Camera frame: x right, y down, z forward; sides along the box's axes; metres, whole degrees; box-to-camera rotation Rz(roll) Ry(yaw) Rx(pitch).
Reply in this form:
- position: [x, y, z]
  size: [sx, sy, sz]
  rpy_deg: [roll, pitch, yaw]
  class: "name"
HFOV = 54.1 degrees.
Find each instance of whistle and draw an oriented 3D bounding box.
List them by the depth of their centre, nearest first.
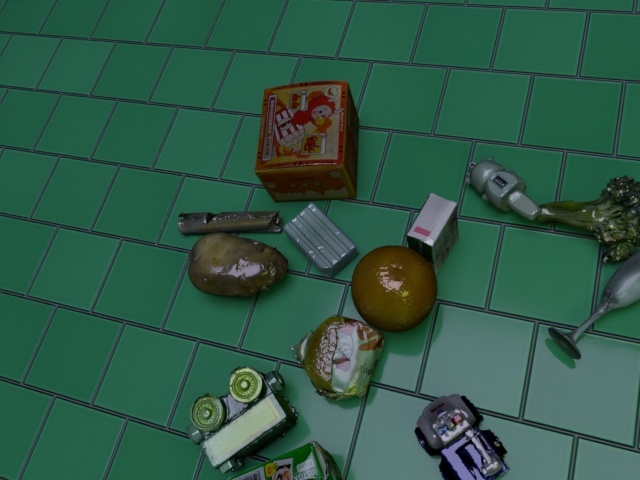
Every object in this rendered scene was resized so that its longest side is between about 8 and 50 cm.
- position: [0.487, -0.140, 1.676]
  size: [0.253, 0.105, 0.102]
  rpy_deg: [47, 122, 38]
  class: "whistle"
- position: [-0.270, -0.054, 1.864]
  size: [0.326, 0.057, 0.068]
  rpy_deg: [0, 110, 15]
  class: "whistle"

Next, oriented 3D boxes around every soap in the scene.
- position: [0.000, 0.000, 1.761]
  size: [0.119, 0.066, 0.198]
  rpy_deg: [-41, 63, -5]
  class: "soap"

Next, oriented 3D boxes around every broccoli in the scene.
- position: [0.703, -0.039, 1.582]
  size: [0.274, 0.177, 0.199]
  rpy_deg: [-21, 96, 36]
  class: "broccoli"

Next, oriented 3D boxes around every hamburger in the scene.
- position: [0.032, 0.287, 1.584]
  size: [0.235, 0.125, 0.214]
  rpy_deg: [23, 72, 12]
  class: "hamburger"

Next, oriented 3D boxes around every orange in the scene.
- position: [0.182, 0.120, 1.564]
  size: [0.236, 0.236, 0.237]
  rpy_deg: [-6, 65, 12]
  class: "orange"

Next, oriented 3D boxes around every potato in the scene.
- position: [-0.234, 0.074, 1.750]
  size: [0.296, 0.141, 0.192]
  rpy_deg: [4, 51, 17]
  class: "potato"

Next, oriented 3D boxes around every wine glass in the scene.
- position: [0.745, 0.207, 1.469]
  size: [0.309, 0.096, 0.264]
  rpy_deg: [-39, 70, -6]
  class: "wine glass"

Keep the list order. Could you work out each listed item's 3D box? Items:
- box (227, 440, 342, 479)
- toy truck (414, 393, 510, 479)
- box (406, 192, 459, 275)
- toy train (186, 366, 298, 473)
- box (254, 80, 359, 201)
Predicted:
- position: [-0.082, 0.569, 1.460]
  size: [0.250, 0.180, 0.103]
  rpy_deg: [-25, 58, 4]
  class: "box"
- position: [0.315, 0.451, 1.411]
  size: [0.161, 0.177, 0.213]
  rpy_deg: [-35, 63, -2]
  class: "toy truck"
- position: [0.292, -0.012, 1.616]
  size: [0.081, 0.199, 0.135]
  rpy_deg: [25, 72, 25]
  class: "box"
- position: [-0.195, 0.441, 1.563]
  size: [0.271, 0.159, 0.188]
  rpy_deg: [-34, 69, -3]
  class: "toy train"
- position: [-0.032, -0.284, 1.820]
  size: [0.259, 0.214, 0.284]
  rpy_deg: [-2, 65, 12]
  class: "box"
